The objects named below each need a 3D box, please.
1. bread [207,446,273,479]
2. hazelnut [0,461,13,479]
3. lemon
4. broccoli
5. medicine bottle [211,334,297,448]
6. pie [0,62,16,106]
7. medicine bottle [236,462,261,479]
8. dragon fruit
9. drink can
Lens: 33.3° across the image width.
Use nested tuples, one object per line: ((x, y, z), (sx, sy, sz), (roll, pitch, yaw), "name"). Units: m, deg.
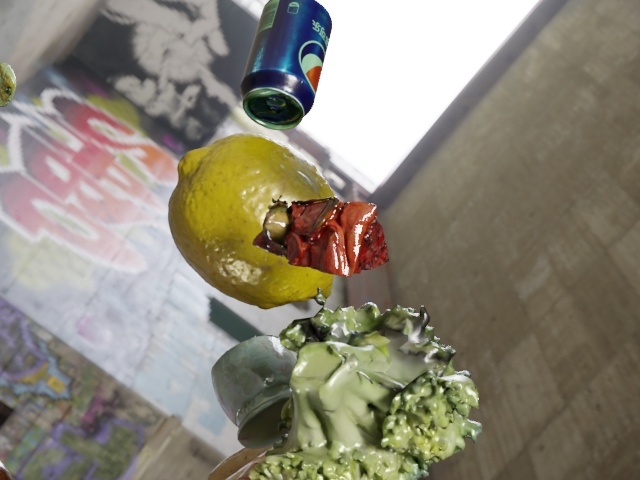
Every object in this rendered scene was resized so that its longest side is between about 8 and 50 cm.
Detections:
((-0.130, 0.562, 2.120), (0.394, 0.250, 0.361), (-37, -179, 29), "bread")
((-0.768, 0.532, 2.286), (0.217, 0.251, 0.217), (-57, 162, -31), "hazelnut")
((-0.093, -0.027, 1.642), (0.253, 0.310, 0.253), (-47, -173, 8), "lemon")
((0.030, 0.219, 1.495), (0.348, 0.293, 0.281), (-34, 149, -7), "broccoli")
((-0.094, 0.253, 1.773), (0.147, 0.147, 0.143), (-47, -127, 24), "medicine bottle")
((-0.595, -0.288, 1.993), (0.017, 0.085, 0.085), (-5, 148, -50), "pie")
((-0.137, 0.449, 1.631), (0.149, 0.112, 0.222), (-29, -169, 49), "medicine bottle")
((-0.001, -0.019, 1.404), (0.192, 0.122, 0.092), (12, -76, 41), "dragon fruit")
((-0.053, -0.274, 1.638), (0.118, 0.118, 0.205), (-37, -147, 52), "drink can")
